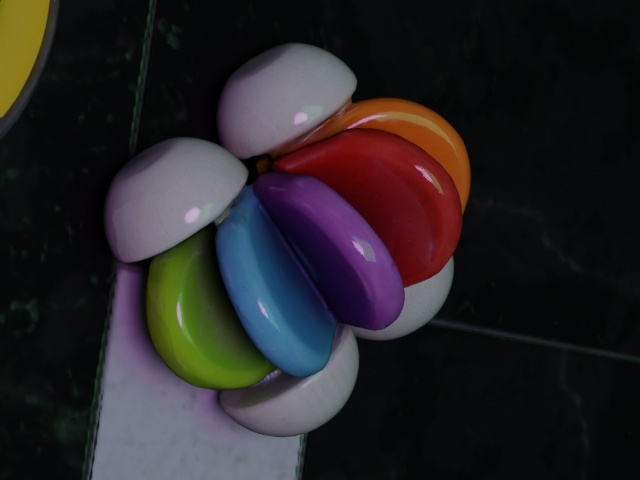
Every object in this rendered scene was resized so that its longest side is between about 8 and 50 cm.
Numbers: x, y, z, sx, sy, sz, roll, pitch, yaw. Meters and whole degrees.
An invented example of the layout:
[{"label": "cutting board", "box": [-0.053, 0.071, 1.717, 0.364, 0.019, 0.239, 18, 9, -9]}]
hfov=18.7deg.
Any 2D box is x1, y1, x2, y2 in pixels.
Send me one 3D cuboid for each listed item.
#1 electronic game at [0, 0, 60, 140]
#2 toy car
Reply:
[{"label": "electronic game", "box": [-0.212, -0.127, 0.838, 0.229, 0.048, 0.229, 4, 83, -39]}, {"label": "toy car", "box": [0.000, 0.000, 0.938, 0.182, 0.136, 0.159, -43, 112, -27]}]
